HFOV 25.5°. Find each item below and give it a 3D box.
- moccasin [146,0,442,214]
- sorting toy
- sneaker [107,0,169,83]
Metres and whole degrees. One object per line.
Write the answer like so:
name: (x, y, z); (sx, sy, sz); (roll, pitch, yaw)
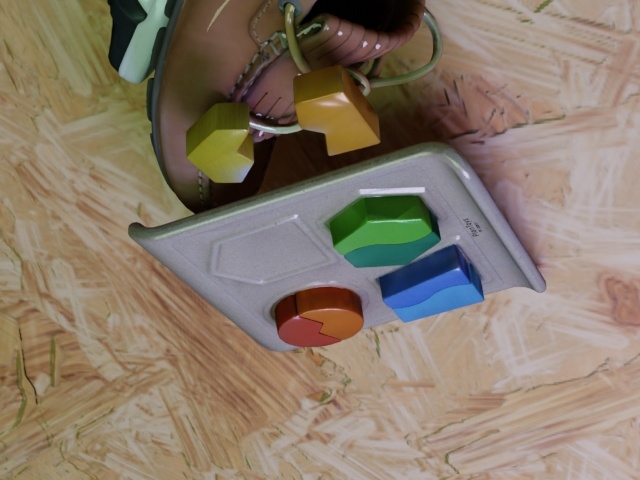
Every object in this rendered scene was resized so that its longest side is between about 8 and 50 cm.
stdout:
moccasin: (0.005, -0.148, 0.831); (0.147, 0.139, 0.380); (33, 126, 5)
sorting toy: (0.000, 0.000, 0.902); (0.229, 0.041, 0.307); (-13, 152, 18)
sneaker: (-0.118, -0.209, 0.865); (0.121, 0.079, 0.217); (29, 127, 1)
